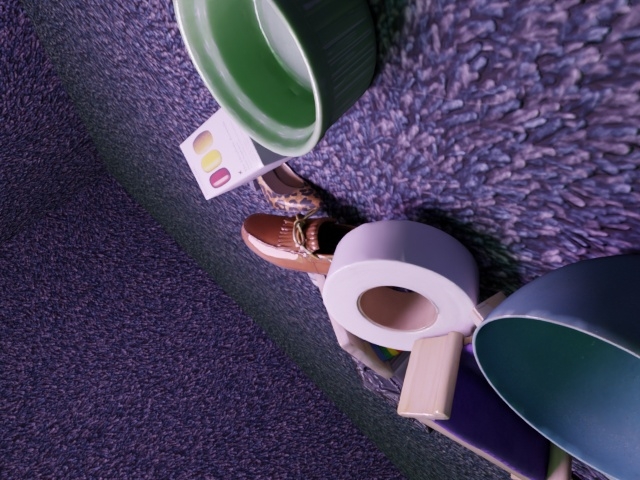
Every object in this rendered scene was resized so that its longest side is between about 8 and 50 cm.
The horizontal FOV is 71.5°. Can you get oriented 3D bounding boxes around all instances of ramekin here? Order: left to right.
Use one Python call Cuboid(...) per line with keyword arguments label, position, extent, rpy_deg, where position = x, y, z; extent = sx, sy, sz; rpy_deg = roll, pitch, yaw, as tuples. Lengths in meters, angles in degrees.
Cuboid(label="ramekin", position=(-0.061, -0.293, 0.663), extent=(0.303, 0.148, 0.303), rpy_deg=(38, 156, 20))

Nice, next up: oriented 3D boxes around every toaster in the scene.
Cuboid(label="toaster", position=(0.214, 0.340, 1.228), extent=(0.129, 0.146, 0.227), rpy_deg=(48, 159, -6))

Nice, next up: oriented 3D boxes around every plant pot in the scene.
Cuboid(label="plant pot", position=(0.366, 0.130, 0.537), extent=(0.290, 0.195, 0.290), rpy_deg=(38, 157, 20))

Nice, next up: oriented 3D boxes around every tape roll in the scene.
Cuboid(label="tape roll", position=(0.152, 0.094, 0.839), extent=(0.285, 0.100, 0.286), rpy_deg=(11, 139, 10))

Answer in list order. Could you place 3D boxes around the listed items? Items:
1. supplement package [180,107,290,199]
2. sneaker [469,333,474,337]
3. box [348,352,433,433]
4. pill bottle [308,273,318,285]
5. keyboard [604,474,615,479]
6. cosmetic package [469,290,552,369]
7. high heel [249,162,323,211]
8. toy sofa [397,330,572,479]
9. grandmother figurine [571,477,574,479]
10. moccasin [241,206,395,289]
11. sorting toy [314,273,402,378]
Cuboid(label="supplement package", position=(-0.162, -0.195, 0.923), extent=(0.244, 0.133, 0.139), rpy_deg=(-18, 100, 50))
Cuboid(label="sneaker", position=(0.272, 0.211, 1.022), extent=(0.240, 0.091, 0.126), rpy_deg=(39, 175, 17))
Cuboid(label="box", position=(0.249, 0.487, 1.506), extent=(0.307, 0.076, 0.243), rpy_deg=(25, 149, 42))
Cuboid(label="pill bottle", position=(-0.004, 0.068, 1.257), extent=(0.078, 0.078, 0.137), rpy_deg=(33, 154, 31))
Cuboid(label="keyboard", position=(0.655, 0.522, 0.923), extent=(0.256, 0.014, 0.072), rpy_deg=(41, 162, 16))
Cuboid(label="cosmetic package", position=(0.297, 0.144, 0.702), extent=(0.115, 0.060, 0.041), rpy_deg=(55, 166, 29))
Cuboid(label="high heel", position=(-0.101, -0.171, 1.033), extent=(0.261, 0.093, 0.186), rpy_deg=(25, 140, 35))
Cuboid(label="toy sofa", position=(0.333, 0.316, 0.809), extent=(0.362, 0.150, 0.177), rpy_deg=(36, 148, -21))
Cuboid(label="grandmother figurine", position=(0.614, 0.615, 1.050), extent=(0.342, 0.104, 0.207), rpy_deg=(27, 178, 35))
Cuboid(label="moccasin", position=(-0.001, 0.002, 0.974), extent=(0.379, 0.139, 0.147), rpy_deg=(19, 140, 21))
Cuboid(label="sorting toy", position=(0.106, 0.176, 1.102), extent=(0.255, 0.089, 0.257), rpy_deg=(45, -164, -45))
